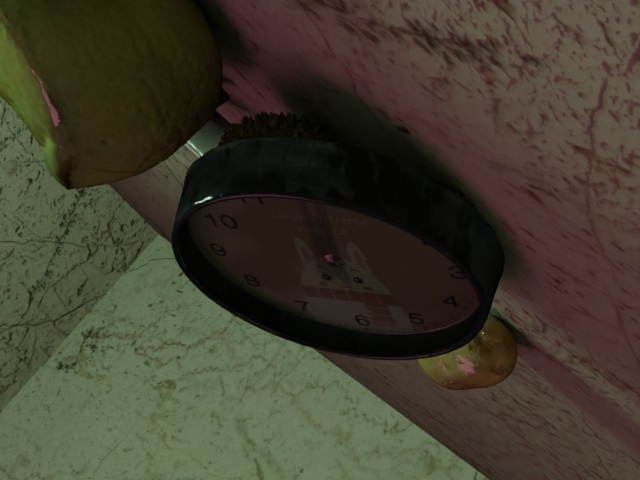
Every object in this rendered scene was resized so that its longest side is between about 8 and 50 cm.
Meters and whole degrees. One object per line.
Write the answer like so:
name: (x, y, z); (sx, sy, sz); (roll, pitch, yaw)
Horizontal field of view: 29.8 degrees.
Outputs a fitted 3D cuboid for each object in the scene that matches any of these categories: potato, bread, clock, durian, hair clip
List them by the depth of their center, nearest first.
clock: (0.015, 0.021, 1.375); (0.386, 0.076, 0.386); (12, 152, 7)
bread: (-0.268, -0.219, 1.422); (0.320, 0.237, 0.320); (43, 155, 26)
durian: (-0.037, -0.068, 1.469); (0.193, 0.137, 0.237); (15, 150, 4)
potato: (0.203, 0.150, 1.673); (0.109, 0.118, 0.178); (6, 173, -28)
hair clip: (-0.216, -0.212, 1.735); (0.331, 0.085, 0.101); (40, 171, 50)
